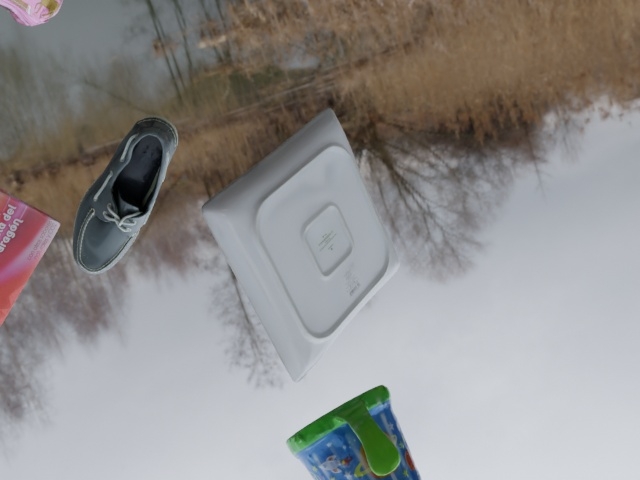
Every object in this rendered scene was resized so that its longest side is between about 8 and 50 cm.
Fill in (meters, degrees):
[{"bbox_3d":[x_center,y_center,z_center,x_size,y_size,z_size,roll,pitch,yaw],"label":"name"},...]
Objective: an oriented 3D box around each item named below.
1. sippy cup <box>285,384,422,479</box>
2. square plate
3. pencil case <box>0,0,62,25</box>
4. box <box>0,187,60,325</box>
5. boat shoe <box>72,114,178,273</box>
[{"bbox_3d":[0.084,0.441,1.451,0.240,0.224,0.305,-35,164,16],"label":"sippy cup"},{"bbox_3d":[0.000,0.000,1.225,0.049,0.344,0.347,-3,-149,44],"label":"square plate"},{"bbox_3d":[-0.686,-0.572,1.482,0.167,0.160,0.386,-58,164,5],"label":"pencil case"},{"bbox_3d":[-0.437,0.063,0.778,0.154,0.142,0.300,21,-101,48],"label":"box"},{"bbox_3d":[-0.351,-0.071,1.279,0.319,0.116,0.099,-58,-163,12],"label":"boat shoe"}]
